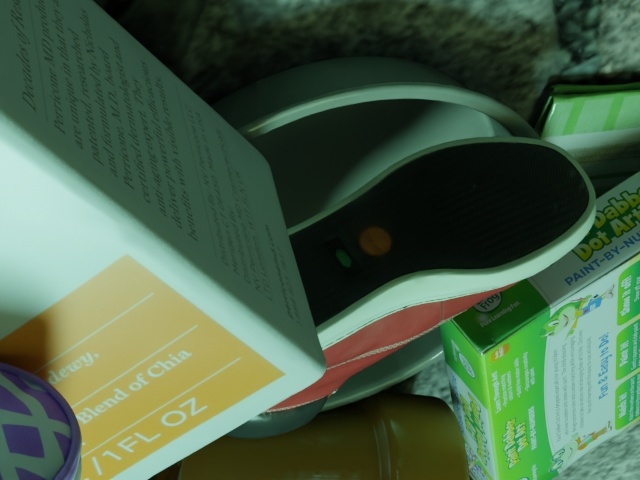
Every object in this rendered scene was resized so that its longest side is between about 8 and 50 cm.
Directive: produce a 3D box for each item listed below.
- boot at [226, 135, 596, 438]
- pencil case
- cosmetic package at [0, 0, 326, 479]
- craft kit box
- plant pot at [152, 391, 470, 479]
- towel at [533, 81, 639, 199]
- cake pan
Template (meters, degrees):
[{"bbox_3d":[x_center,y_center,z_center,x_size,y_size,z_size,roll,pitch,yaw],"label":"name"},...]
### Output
[{"bbox_3d":[0.040,0.034,0.996,0.244,0.088,0.176,-23,158,-16],"label":"boot"},{"bbox_3d":[-0.160,0.145,0.775,0.086,0.088,0.206,-34,154,-40],"label":"pencil case"},{"bbox_3d":[-0.221,-0.041,0.735,0.230,0.161,0.453,-33,135,17],"label":"cosmetic package"},{"bbox_3d":[0.201,0.056,1.148,0.247,0.061,0.250,-34,149,-13],"label":"craft kit box"},{"bbox_3d":[-0.019,0.199,1.154,0.188,0.205,0.205,8,133,-13],"label":"plant pot"},{"bbox_3d":[0.173,-0.045,1.104,0.113,0.023,0.152,-7,136,-25],"label":"towel"},{"bbox_3d":[0.000,0.000,1.031,0.293,0.054,0.293,-15,141,-13],"label":"cake pan"}]
